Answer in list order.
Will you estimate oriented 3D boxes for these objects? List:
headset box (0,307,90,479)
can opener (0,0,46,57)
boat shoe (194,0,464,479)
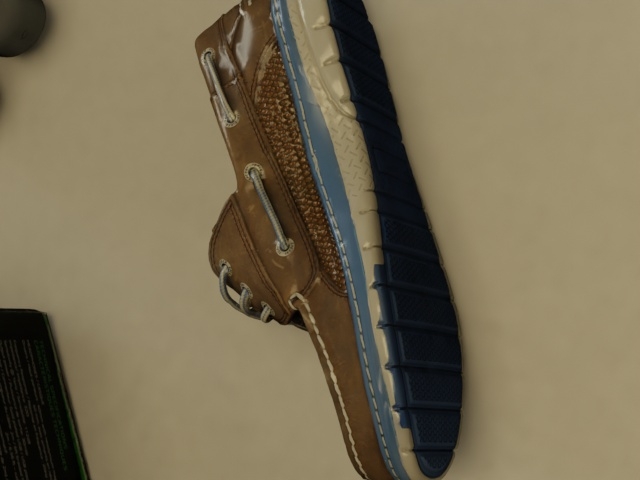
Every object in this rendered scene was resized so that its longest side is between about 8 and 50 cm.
[{"bbox_3d":[-0.220,0.177,0.627,0.283,0.131,0.246,-18,81,18],"label":"headset box"},{"bbox_3d":[-0.231,-0.143,0.680,0.280,0.093,0.074,38,98,13],"label":"can opener"},{"bbox_3d":[0.000,0.000,0.602,0.066,0.066,0.183,-19,70,22],"label":"boat shoe"}]
